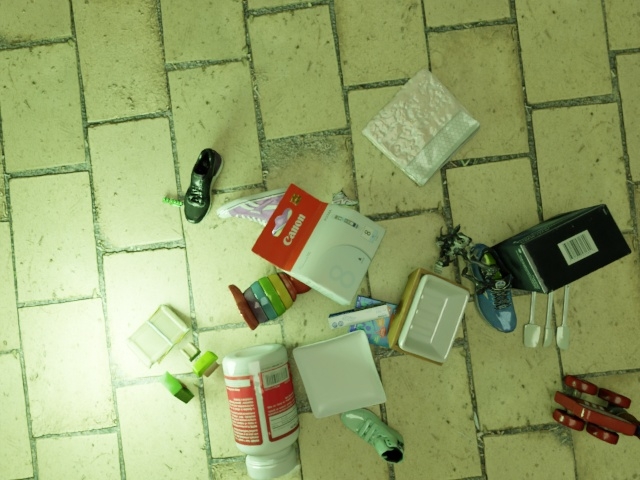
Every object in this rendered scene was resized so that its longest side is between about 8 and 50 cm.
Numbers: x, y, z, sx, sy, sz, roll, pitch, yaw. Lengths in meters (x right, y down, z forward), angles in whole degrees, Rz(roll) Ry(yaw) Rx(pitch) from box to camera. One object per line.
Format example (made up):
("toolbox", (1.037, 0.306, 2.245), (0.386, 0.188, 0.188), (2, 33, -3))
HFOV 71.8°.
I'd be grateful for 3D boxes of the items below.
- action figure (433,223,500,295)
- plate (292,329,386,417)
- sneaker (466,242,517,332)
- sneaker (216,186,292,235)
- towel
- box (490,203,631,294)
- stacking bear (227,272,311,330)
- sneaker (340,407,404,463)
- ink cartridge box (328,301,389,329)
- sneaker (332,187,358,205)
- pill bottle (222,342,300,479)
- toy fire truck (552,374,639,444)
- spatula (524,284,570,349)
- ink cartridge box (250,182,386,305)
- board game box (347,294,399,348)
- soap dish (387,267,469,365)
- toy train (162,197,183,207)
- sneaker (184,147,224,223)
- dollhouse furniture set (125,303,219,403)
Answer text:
("action figure", (0.474, 0.051, 1.515), (0.276, 0.140, 0.164), (48, 124, 37))
("plate", (0.069, 0.480, 1.598), (0.277, 0.045, 0.277), (-18, 95, 9))
("sneaker", (0.609, 0.171, 1.558), (0.129, 0.147, 0.330), (-21, 89, 1))
("sneaker", (-0.232, -0.087, 1.618), (0.282, 0.102, 0.161), (-14, 91, 1))
("towel", (0.373, -0.415, 1.629), (0.317, 0.053, 0.332), (44, 89, 3))
("box", (0.778, 0.031, 1.482), (0.296, 0.294, 0.183), (-26, 86, 1))
("stacking bear", (-0.154, 0.183, 1.582), (0.289, 0.175, 0.164), (-29, 132, -9))
("sneaker", (0.187, 0.682, 1.557), (0.255, 0.151, 0.094), (28, 91, 4))
("ink cartridge box", (0.134, 0.262, 1.548), (0.207, 0.097, 0.046), (-14, 87, 4))
("sneaker", (0.091, -0.163, 1.638), (0.098, 0.038, 0.069), (-1, 89, 1))
("pill bottle", (-0.197, 0.584, 1.534), (0.228, 0.229, 0.408), (-9, 88, 2))
("toy fire truck", (0.957, 0.593, 1.481), (0.302, 0.254, 0.170), (21, 89, 2))
("spatula", (0.831, 0.273, 1.612), (0.168, 0.019, 0.242), (5, 89, 3))
("ink cartridge box", (0.000, 0.000, 1.543), (0.384, 0.091, 0.308), (31, 70, -6))
("board game box", (0.219, 0.301, 1.617), (0.210, 0.047, 0.160), (13, 89, 2))
("soap dish", (0.372, 0.264, 1.543), (0.228, 0.118, 0.291), (23, 86, -21))
("toy train", (-0.558, -0.144, 1.671), (0.083, 0.017, 0.024), (15, 99, 2))
("sneaker", (-0.448, -0.202, 1.614), (0.107, 0.124, 0.284), (16, 89, 3))
("dollhouse furniture set", (-0.539, 0.414, 1.633), (0.301, 0.151, 0.197), (37, 69, 19))
